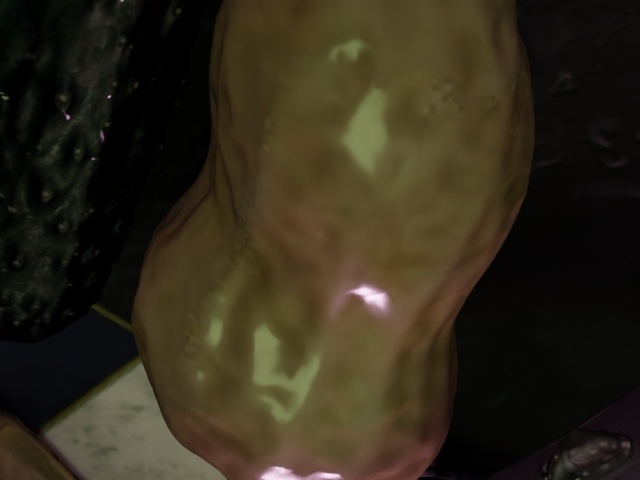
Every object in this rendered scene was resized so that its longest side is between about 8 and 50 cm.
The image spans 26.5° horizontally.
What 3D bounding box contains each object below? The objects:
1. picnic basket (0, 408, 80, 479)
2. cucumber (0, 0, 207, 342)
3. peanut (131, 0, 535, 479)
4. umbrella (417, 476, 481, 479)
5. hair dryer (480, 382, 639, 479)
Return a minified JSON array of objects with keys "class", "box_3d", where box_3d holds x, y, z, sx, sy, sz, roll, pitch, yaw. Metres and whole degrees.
[{"class":"picnic basket","box_3d":[-0.161,0.255,0.639,0.175,0.228,0.313,-18,133,15]},{"class":"cucumber","box_3d":[-0.077,-0.039,0.437,0.078,0.062,0.211,-15,141,-32]},{"class":"peanut","box_3d":[0.000,0.000,0.454,0.123,0.124,0.257,5,135,-4]},{"class":"umbrella","box_3d":[0.141,0.210,0.680,0.094,0.090,0.326,-45,122,11]},{"class":"hair dryer","box_3d":[0.076,0.059,0.420,0.361,0.121,0.301,-28,136,-15]}]
